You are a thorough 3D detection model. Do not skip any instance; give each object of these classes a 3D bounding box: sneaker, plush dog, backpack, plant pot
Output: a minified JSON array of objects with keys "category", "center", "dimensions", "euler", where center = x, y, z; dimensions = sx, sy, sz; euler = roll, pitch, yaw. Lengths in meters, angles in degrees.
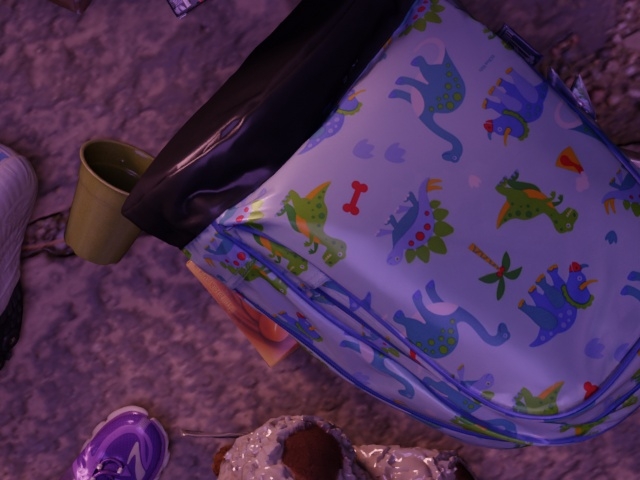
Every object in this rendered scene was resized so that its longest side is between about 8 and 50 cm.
[{"category":"sneaker","center":[-0.289,0.029,1.510],"dimensions":[0.086,0.085,0.237],"euler":[25,108,30]},{"category":"sneaker","center":[-0.189,0.209,1.527],"dimensions":[0.068,0.071,0.170],"euler":[42,103,-1]},{"category":"plush dog","center":[-0.015,0.266,1.439],"dimensions":[0.210,0.262,0.225],"euler":[-9,71,39]},{"category":"backpack","center":[0.092,-0.005,1.320],"dimensions":[0.290,0.273,0.355],"euler":[-46,105,-18]},{"category":"plant pot","center":[-0.167,-0.025,1.481],"dimensions":[0.083,0.083,0.079],"euler":[30,115,2]}]

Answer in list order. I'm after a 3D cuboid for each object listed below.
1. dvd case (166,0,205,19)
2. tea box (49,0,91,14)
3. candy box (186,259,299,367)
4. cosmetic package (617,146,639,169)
[{"category":"dvd case","center":[-0.086,-0.241,1.456],"dimensions":[0.119,0.013,0.087],"euler":[-32,95,14]},{"category":"tea box","center":[-0.234,-0.392,1.281],"dimensions":[0.323,0.220,0.329],"euler":[26,74,4]},{"category":"candy box","center":[0.000,0.000,1.469],"dimensions":[0.186,0.053,0.109],"euler":[-39,92,11]},{"category":"cosmetic package","center":[0.199,-0.049,1.436],"dimensions":[0.115,0.041,0.060],"euler":[17,103,5]}]
